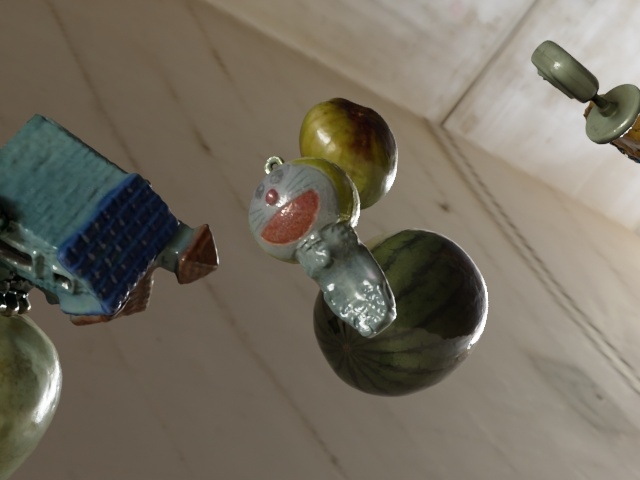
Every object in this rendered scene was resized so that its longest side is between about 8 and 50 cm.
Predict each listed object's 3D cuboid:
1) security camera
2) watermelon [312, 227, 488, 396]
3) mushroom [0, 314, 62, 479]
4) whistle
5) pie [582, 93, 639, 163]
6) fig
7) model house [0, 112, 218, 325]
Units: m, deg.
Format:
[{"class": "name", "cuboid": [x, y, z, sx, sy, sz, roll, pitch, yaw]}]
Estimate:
[{"class": "security camera", "cuboid": [0.200, -0.118, 0.865, 0.092, 0.058, 0.058, 31, -164, -25]}, {"class": "watermelon", "cuboid": [0.145, 0.119, 1.941, 0.279, 0.279, 0.359, 41, -137, 13]}, {"class": "mushroom", "cuboid": [-0.572, 0.254, 1.786, 0.260, 0.352, 0.352, 38, -166, -25]}, {"class": "whistle", "cuboid": [0.000, 0.000, 1.144, 0.123, 0.123, 0.223, 10, -136, -59]}, {"class": "pie", "cuboid": [0.467, -0.122, 1.489, 0.273, 0.069, 0.273, 34, -177, -2]}, {"class": "fig", "cuboid": [0.039, -0.118, 1.475, 0.136, 0.121, 0.153, -10, -104, -46]}, {"class": "model house", "cuboid": [-0.321, 0.028, 1.565, 0.329, 0.295, 0.252, 27, -126, 2]}]
